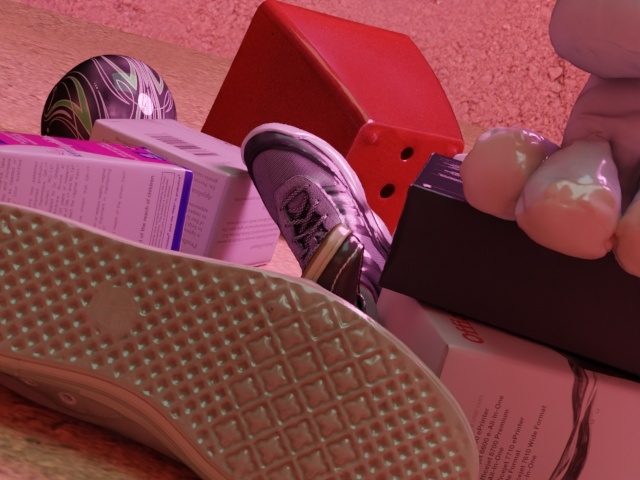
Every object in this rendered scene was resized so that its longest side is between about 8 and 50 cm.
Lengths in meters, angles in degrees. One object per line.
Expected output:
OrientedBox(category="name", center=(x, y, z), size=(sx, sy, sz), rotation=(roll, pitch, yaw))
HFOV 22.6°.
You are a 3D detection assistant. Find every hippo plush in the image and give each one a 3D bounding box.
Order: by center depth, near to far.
OrientedBox(category="hippo plush", center=(0.282, -0.106, 1.302), size=(0.234, 0.237, 0.294), rotation=(28, 18, 36))

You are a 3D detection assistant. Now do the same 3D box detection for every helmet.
OrientedBox(category="helmet", center=(-0.256, -0.146, 1.986), size=(0.169, 0.169, 0.161), rotation=(8, -1, -38))

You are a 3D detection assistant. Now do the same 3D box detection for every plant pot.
OrientedBox(category="plant pot", center=(0.027, -0.124, 2.091), size=(0.267, 0.267, 0.236), rotation=(8, 27, -39))

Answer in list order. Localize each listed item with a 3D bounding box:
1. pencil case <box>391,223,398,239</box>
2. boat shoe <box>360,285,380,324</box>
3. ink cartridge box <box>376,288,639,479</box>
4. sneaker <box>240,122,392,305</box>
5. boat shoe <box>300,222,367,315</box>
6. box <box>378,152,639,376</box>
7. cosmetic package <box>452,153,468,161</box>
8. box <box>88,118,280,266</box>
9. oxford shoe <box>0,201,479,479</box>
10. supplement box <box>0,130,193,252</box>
OrientedBox(category="pencil case", center=(0.210, 0.047, 1.862), size=(0.273, 0.124, 0.113), rotation=(22, -17, 23))
OrientedBox(category="boat shoe", center=(-0.096, 0.078, 1.399), size=(0.302, 0.109, 0.094), rotation=(8, -24, -24))
OrientedBox(category="ink cartridge box", center=(0.204, 0.146, 1.417), size=(0.307, 0.129, 0.223), rotation=(15, 13, -14))
OrientedBox(category="sneaker", center=(0.000, 0.000, 1.643), size=(0.268, 0.101, 0.153), rotation=(53, 23, -3))
OrientedBox(category="boat shoe", center=(0.011, 0.081, 1.261), size=(0.073, 0.223, 0.080), rotation=(28, 44, 13))
OrientedBox(category="box", center=(0.198, 0.020, 1.413), size=(0.261, 0.103, 0.184), rotation=(19, 12, 6))
OrientedBox(category="cosmetic package", center=(0.315, 0.020, 1.619), size=(0.365, 0.197, 0.155), rotation=(-3, -25, 28))
OrientedBox(category="box", center=(-0.151, -0.052, 1.789), size=(0.181, 0.119, 0.182), rotation=(23, 13, 20))
OrientedBox(category="oxford shoe", center=(-0.092, 0.097, 1.194), size=(0.449, 0.169, 0.130), rotation=(21, -19, 9))
OrientedBox(category="supplement box", center=(-0.252, -0.038, 1.558), size=(0.220, 0.114, 0.111), rotation=(3, 14, -35))
